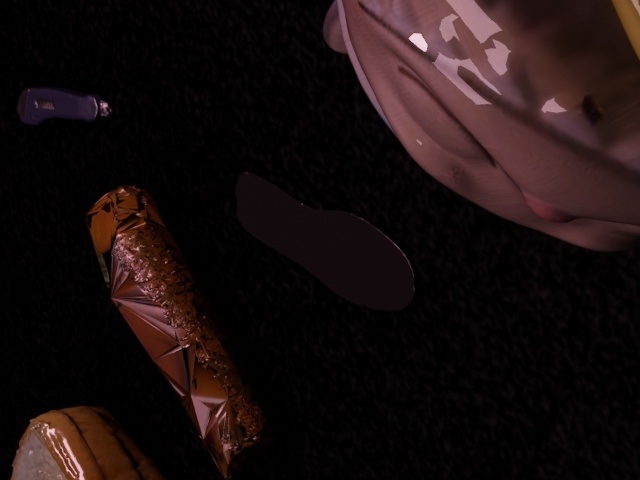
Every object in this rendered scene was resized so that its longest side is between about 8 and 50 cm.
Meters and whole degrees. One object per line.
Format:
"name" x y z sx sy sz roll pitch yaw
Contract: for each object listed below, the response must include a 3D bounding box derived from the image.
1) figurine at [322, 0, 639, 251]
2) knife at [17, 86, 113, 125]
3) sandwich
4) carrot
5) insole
"figurine" 0.076 -0.164 0.788 0.378 0.266 0.361 -19 83 54
"knife" -0.200 -0.103 1.376 0.121 0.018 0.031 10 105 50
"sandwich" -0.168 0.278 1.431 0.251 0.087 0.226 48 137 30
"carrot" -0.100 0.063 1.278 0.228 0.069 0.069 59 142 18
"insole" 0.000 0.000 1.164 0.188 0.004 0.064 28 125 44
